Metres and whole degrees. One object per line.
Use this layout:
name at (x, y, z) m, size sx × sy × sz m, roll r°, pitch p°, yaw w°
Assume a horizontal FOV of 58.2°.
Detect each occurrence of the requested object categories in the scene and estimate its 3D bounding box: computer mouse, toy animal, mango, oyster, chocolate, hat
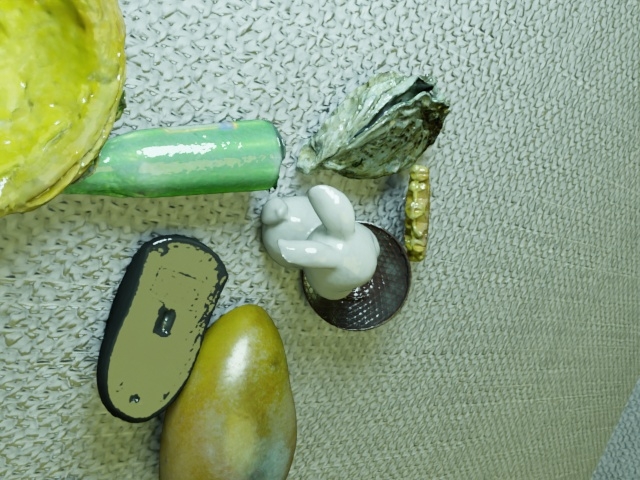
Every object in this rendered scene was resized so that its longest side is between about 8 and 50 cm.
computer mouse at (-0.236, 0.120, 0.831) m, size 0.137 × 0.086 × 0.270 m, roll 24°, pitch 83°, yaw -31°
toy animal at (-0.008, -0.003, 0.880) m, size 0.178 × 0.193 × 0.127 m, roll 43°, pitch 82°, yaw -31°
mango at (-0.140, 0.293, 0.917) m, size 0.221 × 0.199 × 0.384 m, roll 12°, pitch 91°, yaw -31°
oyster at (0.096, -0.187, 0.931) m, size 0.267 × 0.112 × 0.199 m, roll -11°, pitch 138°, yaw -41°
chocolate at (-0.197, -0.103, 0.755) m, size 0.291 × 0.110 × 0.110 m, roll -9°, pitch 115°, yaw -30°
hat at (0.063, 0.062, 1.031) m, size 0.192 × 0.082 × 0.193 m, roll 0°, pitch 90°, yaw 0°

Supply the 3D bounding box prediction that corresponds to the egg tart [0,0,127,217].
egg tart at (-0.363, -0.187, 0.569) m, size 0.345 × 0.132 × 0.346 m, roll -15°, pitch 119°, yaw -29°

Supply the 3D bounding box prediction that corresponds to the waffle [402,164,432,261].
waffle at (0.176, -0.042, 1.040) m, size 0.192 × 0.046 × 0.161 m, roll 21°, pitch 73°, yaw -77°
